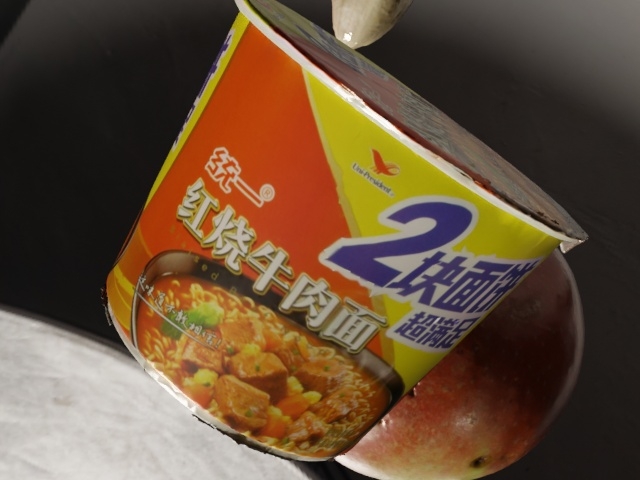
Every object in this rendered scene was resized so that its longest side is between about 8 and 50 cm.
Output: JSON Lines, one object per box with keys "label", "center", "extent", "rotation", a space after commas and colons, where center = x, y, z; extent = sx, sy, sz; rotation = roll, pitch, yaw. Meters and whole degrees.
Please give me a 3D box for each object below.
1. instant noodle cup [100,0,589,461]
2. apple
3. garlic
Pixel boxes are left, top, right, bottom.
{"label": "instant noodle cup", "center": [0.000, 0.000, 0.479], "extent": [0.213, 0.213, 0.174], "rotation": [41, 105, 20]}
{"label": "apple", "center": [0.123, 0.106, 1.058], "extent": [0.348, 0.348, 0.277], "rotation": [23, 127, 25]}
{"label": "garlic", "center": [0.072, -0.404, 1.384], "extent": [0.164, 0.145, 0.245], "rotation": [5, 94, 13]}
